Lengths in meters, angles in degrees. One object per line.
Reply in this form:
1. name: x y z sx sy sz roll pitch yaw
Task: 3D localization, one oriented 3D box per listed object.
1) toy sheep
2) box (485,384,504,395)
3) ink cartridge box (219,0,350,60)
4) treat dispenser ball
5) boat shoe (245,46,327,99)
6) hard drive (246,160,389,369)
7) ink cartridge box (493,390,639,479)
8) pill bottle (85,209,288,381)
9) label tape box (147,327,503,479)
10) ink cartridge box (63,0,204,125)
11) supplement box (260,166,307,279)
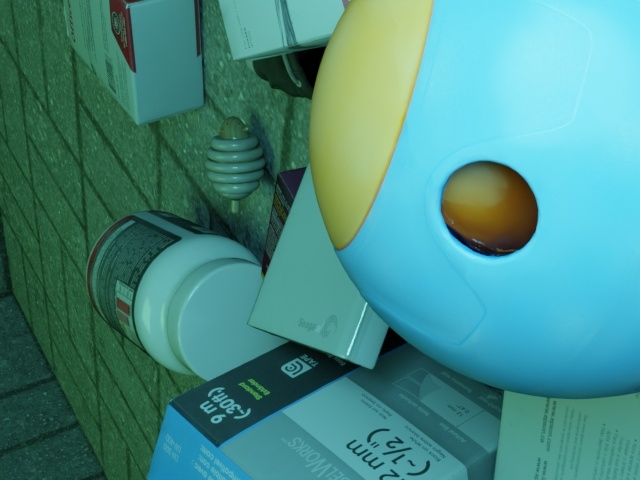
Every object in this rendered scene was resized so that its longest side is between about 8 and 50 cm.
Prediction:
1. toy sheep: -0.114 -0.101 1.421 0.091 0.091 0.132 22 121 58
2. box: 0.157 0.049 0.991 0.295 0.073 0.293 8 115 61
3. ink cartridge box: 0.061 -0.224 0.832 0.283 0.207 0.117 8 112 62
4. treat dispenser ball: 0.137 -0.057 0.592 0.288 0.288 0.288 43 144 45
5. boat shoe: -0.019 -0.289 1.087 0.095 0.112 0.335 34 145 26
6. hard drive: 0.039 -0.046 0.982 0.203 0.040 0.307 9 76 62
7. ink cartridge box: 0.280 0.148 0.751 0.330 0.071 0.324 24 123 38
8. pill bottle: -0.200 0.082 1.571 0.363 0.210 0.210 21 125 59
9. label tape box: -0.015 0.213 0.938 0.249 0.348 0.115 30 133 45
10. ink cartridge box: -0.284 -0.329 1.567 0.273 0.114 0.197 47 146 40
11. supplement box: 0.000 0.000 1.226 0.188 0.104 0.080 103 147 -49
